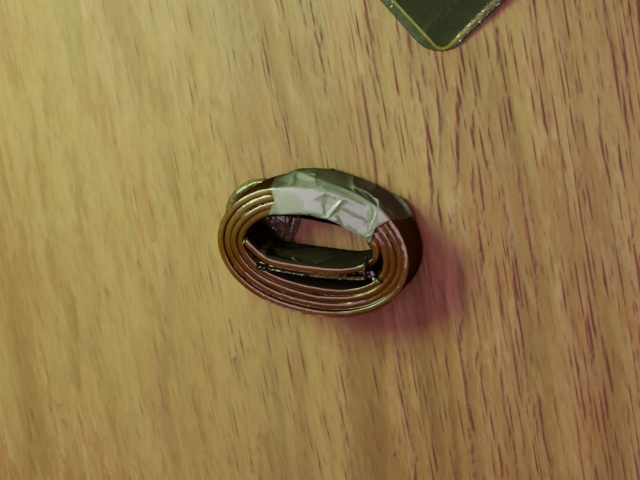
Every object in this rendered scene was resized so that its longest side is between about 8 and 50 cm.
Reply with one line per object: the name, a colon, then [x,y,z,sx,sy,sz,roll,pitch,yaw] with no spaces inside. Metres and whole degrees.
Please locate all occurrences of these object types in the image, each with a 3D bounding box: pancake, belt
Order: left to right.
pancake: [-0.080,-0.032,1.792,0.115,0.011,0.114,4,102,17]
belt: [0.000,0.000,1.720,0.262,0.105,0.184,7,105,14]

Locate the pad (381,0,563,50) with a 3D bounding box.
pad: [0.208,-0.406,1.596,0.315,0.063,0.375,47,115,4]
